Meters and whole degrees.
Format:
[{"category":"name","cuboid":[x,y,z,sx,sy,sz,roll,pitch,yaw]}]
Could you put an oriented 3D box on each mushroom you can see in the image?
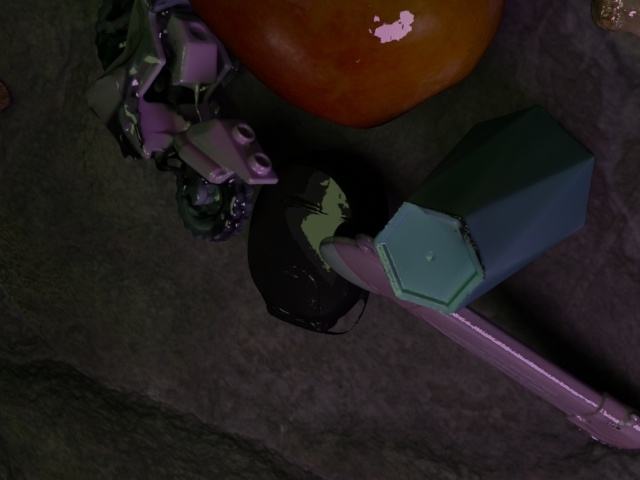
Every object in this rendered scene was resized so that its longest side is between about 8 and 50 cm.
[{"category":"mushroom","cuboid":[0.323,-0.163,1.262,0.202,0.059,0.054,42,97,3]}]

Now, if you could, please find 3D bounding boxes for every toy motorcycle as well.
[{"category":"toy motorcycle","cuboid":[-0.141,-0.164,1.489,0.188,0.143,0.327,-50,58,35]}]

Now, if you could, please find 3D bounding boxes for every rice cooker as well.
[{"category":"rice cooker","cuboid":[0.000,0.001,1.504,0.142,0.118,0.203,21,121,22]}]

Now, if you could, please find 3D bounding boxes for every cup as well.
[{"category":"cup","cuboid":[0.155,-0.023,1.322,0.148,0.236,0.134,-19,101,35]}]

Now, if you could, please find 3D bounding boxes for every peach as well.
[{"category":"peach","cuboid":[0.022,-0.256,1.277,0.308,0.308,0.332,-8,121,35]}]

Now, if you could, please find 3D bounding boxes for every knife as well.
[{"category":"knife","cuboid":[0.174,0.100,1.409,0.399,0.038,0.132,34,163,-11]}]

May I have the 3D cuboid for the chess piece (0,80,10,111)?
[{"category":"chess piece","cuboid":[-0.455,-0.145,1.770,0.172,0.060,0.060,-34,91,41]}]
